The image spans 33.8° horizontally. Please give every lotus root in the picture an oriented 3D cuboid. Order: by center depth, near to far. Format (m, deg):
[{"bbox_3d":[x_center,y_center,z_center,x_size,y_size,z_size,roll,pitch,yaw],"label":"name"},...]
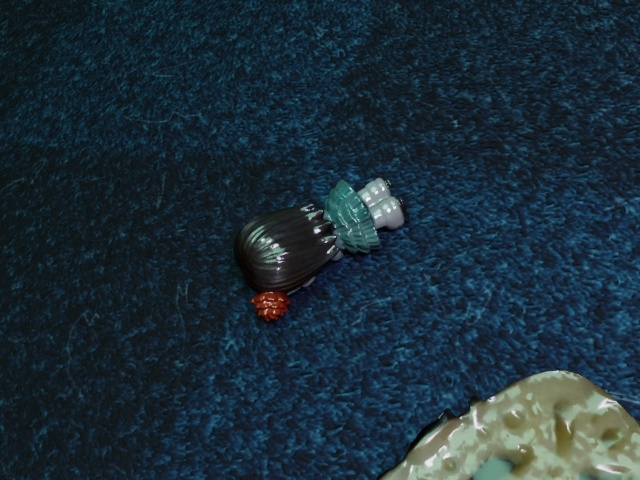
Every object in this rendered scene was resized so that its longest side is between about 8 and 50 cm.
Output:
[{"bbox_3d":[0.225,0.308,1.025,0.390,0.111,0.375,1,63,19],"label":"lotus root"}]

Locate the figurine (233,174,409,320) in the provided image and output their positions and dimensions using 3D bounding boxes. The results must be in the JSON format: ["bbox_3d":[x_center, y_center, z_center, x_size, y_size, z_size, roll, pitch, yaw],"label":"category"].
[{"bbox_3d":[0.000,0.000,1.436,0.245,0.110,0.138,-26,64,-5],"label":"figurine"}]
